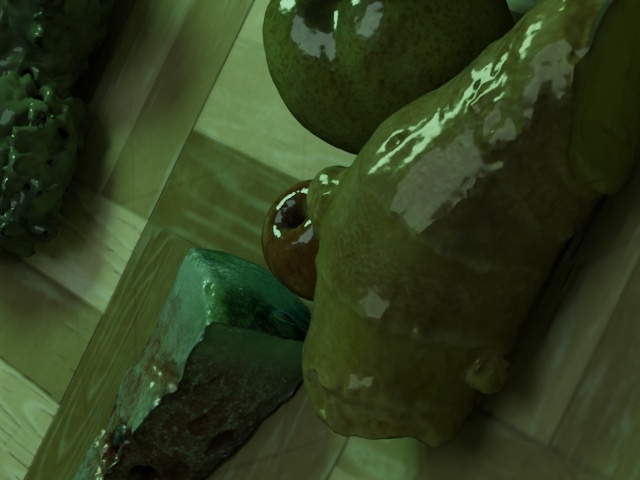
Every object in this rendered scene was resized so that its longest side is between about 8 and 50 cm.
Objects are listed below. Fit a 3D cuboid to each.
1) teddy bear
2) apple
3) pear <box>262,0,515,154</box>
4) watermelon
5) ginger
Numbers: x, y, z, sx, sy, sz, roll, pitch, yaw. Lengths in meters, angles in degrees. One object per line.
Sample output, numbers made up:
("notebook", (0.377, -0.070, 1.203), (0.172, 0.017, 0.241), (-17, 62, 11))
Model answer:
("teddy bear", (-0.300, -0.159, 1.692), (0.357, 0.224, 0.368), (-43, 44, 45))
("apple", (0.000, 0.000, 1.374), (0.084, 0.071, 0.084), (-20, 55, 31))
("pear", (0.049, -0.135, 1.325), (0.167, 0.137, 0.167), (-22, 27, 12))
("watermelon", (-0.115, 0.120, 1.440), (0.241, 0.094, 0.154), (-58, 32, 13))
("ginger", (0.102, -0.028, 1.226), (0.354, 0.126, 0.190), (-49, 60, 13))
